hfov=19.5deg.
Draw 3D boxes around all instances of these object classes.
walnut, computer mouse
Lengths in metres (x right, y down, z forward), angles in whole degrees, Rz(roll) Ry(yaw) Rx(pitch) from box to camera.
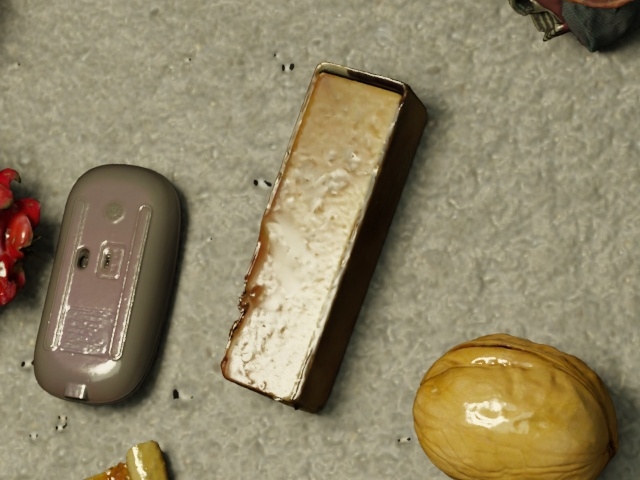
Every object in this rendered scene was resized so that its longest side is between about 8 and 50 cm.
[{"bbox_3d":[0.163,0.152,1.592,0.180,0.144,0.144,21,83,22],"label":"walnut"},{"bbox_3d":[-0.200,0.042,1.756,0.120,0.057,0.232,6,76,16],"label":"computer mouse"}]

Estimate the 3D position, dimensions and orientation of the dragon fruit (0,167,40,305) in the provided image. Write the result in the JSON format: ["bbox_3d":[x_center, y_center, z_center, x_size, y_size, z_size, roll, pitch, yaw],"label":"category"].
[{"bbox_3d":[-0.401,-0.013,1.765,0.272,0.198,0.218,20,94,43],"label":"dragon fruit"}]

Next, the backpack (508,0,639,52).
[{"bbox_3d":[0.185,-0.324,1.605,0.197,0.317,0.283,-36,72,2],"label":"backpack"}]

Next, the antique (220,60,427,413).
[{"bbox_3d":[0.000,0.000,1.698,0.093,0.087,0.310,16,82,19],"label":"antique"}]

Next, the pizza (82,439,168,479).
[{"bbox_3d":[-0.210,0.306,1.697,0.134,0.056,0.271,30,85,10],"label":"pizza"}]
